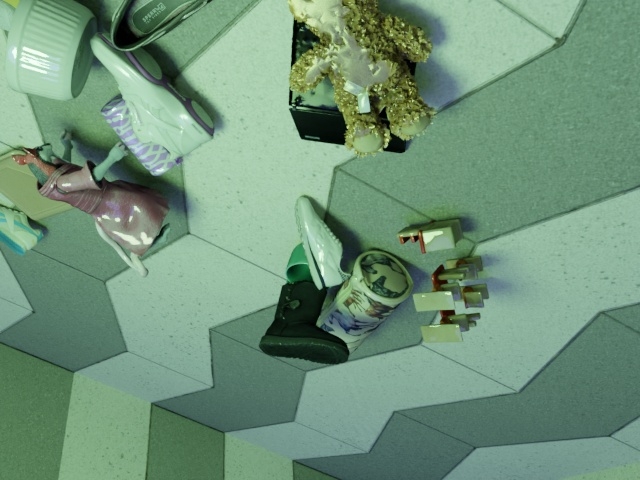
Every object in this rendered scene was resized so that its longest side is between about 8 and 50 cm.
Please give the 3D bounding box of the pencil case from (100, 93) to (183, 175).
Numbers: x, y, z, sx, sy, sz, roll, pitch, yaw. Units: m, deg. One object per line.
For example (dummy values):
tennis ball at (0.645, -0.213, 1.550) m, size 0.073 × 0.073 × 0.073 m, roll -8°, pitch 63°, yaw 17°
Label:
pencil case at (-0.406, -0.241, 1.278) m, size 0.088 × 0.086 × 0.206 m, roll -6°, pitch 137°, yaw 33°

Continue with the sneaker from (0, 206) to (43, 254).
sneaker at (-0.958, -0.057, 1.710) m, size 0.228 × 0.092 × 0.087 m, roll 42°, pitch 141°, yaw 0°

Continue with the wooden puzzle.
wooden puzzle at (-0.820, -0.154, 1.577) m, size 0.220 × 0.044 × 0.239 m, roll -11°, pitch 138°, yaw 30°

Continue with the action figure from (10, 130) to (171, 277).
action figure at (-0.551, -0.107, 1.332) m, size 0.370 × 0.276 × 0.248 m, roll 25°, pitch 173°, yaw -38°

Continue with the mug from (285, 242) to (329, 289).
mug at (-0.032, 0.064, 1.504) m, size 0.157 × 0.097 × 0.130 m, roll -2°, pitch 139°, yaw 23°

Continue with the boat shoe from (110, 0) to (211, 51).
boat shoe at (-0.257, -0.435, 0.980) m, size 0.335 × 0.096 × 0.112 m, roll -22°, pitch 128°, yaw 39°

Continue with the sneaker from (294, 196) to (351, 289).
sneaker at (0.000, 0.000, 1.383) m, size 0.094 × 0.090 × 0.235 m, roll -17°, pitch 97°, yaw -2°

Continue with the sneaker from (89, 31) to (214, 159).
sneaker at (-0.365, -0.284, 1.155) m, size 0.152 × 0.114 × 0.305 m, roll -33°, pitch 125°, yaw 17°

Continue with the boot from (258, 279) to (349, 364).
boot at (-0.020, 0.195, 1.408) m, size 0.246 × 0.207 × 0.094 m, roll 0°, pitch 139°, yaw 28°

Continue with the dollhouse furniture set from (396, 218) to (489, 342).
dollhouse furniture set at (0.282, 0.088, 1.320) m, size 0.135 × 0.262 × 0.259 m, roll -9°, pitch 101°, yaw 31°

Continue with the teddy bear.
teddy bear at (0.073, -0.307, 0.969) m, size 0.245 × 0.113 × 0.338 m, roll -34°, pitch 111°, yaw 30°

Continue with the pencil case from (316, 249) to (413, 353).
pencil case at (0.097, 0.183, 1.544) m, size 0.183 × 0.160 × 0.410 m, roll -5°, pitch 150°, yaw -26°

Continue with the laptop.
laptop at (0.066, -0.296, 1.099) m, size 0.234 × 0.137 × 0.265 m, roll 9°, pitch 116°, yaw 9°

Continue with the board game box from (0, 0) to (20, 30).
board game box at (-0.641, -0.523, 1.056) m, size 0.164 × 0.042 × 0.243 m, roll 19°, pitch 142°, yaw -4°

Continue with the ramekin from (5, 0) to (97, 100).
ramekin at (-0.508, -0.369, 1.074) m, size 0.108 × 0.207 × 0.207 m, roll 17°, pitch 143°, yaw -15°
